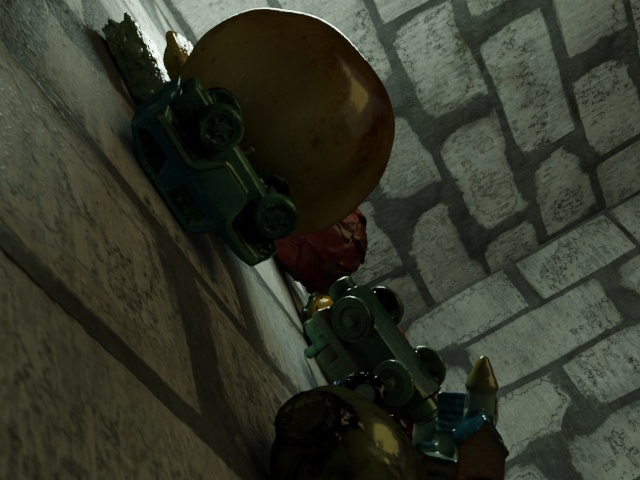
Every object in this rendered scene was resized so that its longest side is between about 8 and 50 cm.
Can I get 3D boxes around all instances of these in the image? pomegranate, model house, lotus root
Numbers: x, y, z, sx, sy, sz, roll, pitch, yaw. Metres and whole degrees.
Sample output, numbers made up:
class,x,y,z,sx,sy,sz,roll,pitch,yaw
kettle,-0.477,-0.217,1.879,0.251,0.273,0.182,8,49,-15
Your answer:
class,x,y,z,sx,sy,sz,roll,pitch,yaw
pomegranate,-0.075,-0.200,1.414,0.417,0.416,0.416,60,3,-6
model house,0.239,0.364,1.461,0.267,0.194,0.325,-6,103,-85
lotus root,0.049,0.295,0.930,0.173,0.173,0.309,-114,-178,-58

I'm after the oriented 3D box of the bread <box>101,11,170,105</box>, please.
class,x,y,z,sx,sy,sz,roll,pitch,yaw
bread,-0.308,-0.309,1.371,0.172,0.064,0.232,61,1,-31

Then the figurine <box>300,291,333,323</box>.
class,x,y,z,sx,sy,sz,roll,pitch,yaw
figurine,0.020,0.209,1.826,0.141,0.167,0.250,22,-37,9

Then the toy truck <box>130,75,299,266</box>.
class,x,y,z,sx,sy,sz,roll,pitch,yaw
toy truck,-0.148,-0.098,1.152,0.279,0.156,0.155,60,3,-22

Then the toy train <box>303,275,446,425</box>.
class,x,y,z,sx,sy,sz,roll,pitch,yaw
toy train,0.085,0.224,1.477,0.150,0.221,0.304,-12,63,-51

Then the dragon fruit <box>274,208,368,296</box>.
class,x,y,z,sx,sy,sz,roll,pitch,yaw
dragon fruit,0.000,0.000,1.934,0.244,0.244,0.299,-92,168,-83

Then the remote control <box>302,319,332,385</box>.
class,x,y,z,sx,sy,sz,roll,pitch,yaw
remote control,0.026,0.266,1.691,0.222,0.042,0.072,60,1,13

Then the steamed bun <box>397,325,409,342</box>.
class,x,y,z,sx,sy,sz,roll,pitch,yaw
steamed bun,0.149,0.297,2.131,0.283,0.177,0.283,59,3,-6

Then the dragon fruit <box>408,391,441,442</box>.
class,x,y,z,sx,sy,sz,roll,pitch,yaw
dragon fruit,0.229,0.459,1.846,0.205,0.210,0.268,-39,100,-46

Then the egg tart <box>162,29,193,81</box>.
class,x,y,z,sx,sy,sz,roll,pitch,yaw
egg tart,-0.275,-0.329,1.702,0.241,0.105,0.241,59,6,-10

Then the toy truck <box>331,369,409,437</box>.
class,x,y,z,sx,sy,sz,roll,pitch,yaw
toy truck,0.079,0.319,1.303,0.208,0.126,0.113,61,-2,9
